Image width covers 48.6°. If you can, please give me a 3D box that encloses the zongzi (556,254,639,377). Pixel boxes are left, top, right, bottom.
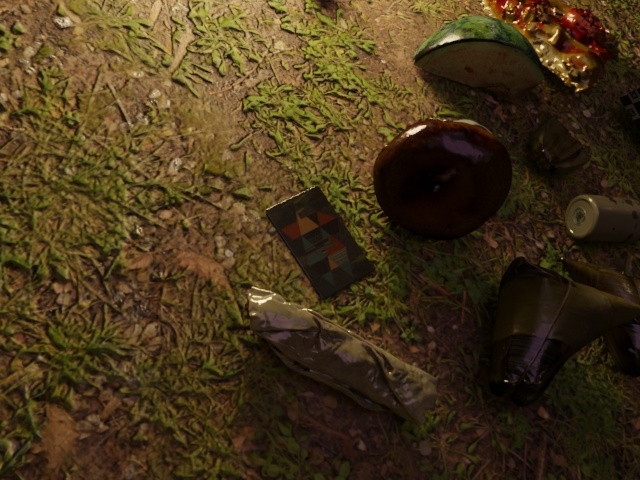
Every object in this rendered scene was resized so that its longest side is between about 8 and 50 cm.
[{"bbox_3d":[0.616,0.159,1.529,0.242,0.112,0.221,21,59,-4],"label":"zongzi"}]

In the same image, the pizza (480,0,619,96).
[{"bbox_3d":[0.649,-0.511,1.818,0.439,0.130,0.406,12,42,-20],"label":"pizza"}]

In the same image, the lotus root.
[{"bbox_3d":[0.557,-0.215,1.710,0.144,0.070,0.143,-32,87,-37],"label":"lotus root"}]

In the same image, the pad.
[{"bbox_3d":[0.000,0.000,1.397,0.143,0.003,0.211,-28,78,-32],"label":"pad"}]

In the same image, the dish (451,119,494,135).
[{"bbox_3d":[0.350,-0.211,1.618,0.190,0.066,0.191,10,61,-19],"label":"dish"}]

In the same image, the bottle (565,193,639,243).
[{"bbox_3d":[0.699,-0.047,1.665,0.233,0.110,0.110,3,64,-23],"label":"bottle"}]

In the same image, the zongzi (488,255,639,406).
[{"bbox_3d":[0.496,0.207,1.396,0.317,0.154,0.290,15,62,1],"label":"zongzi"}]

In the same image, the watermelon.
[{"bbox_3d":[0.383,-0.453,1.716,0.305,0.224,0.180,14,105,-14],"label":"watermelon"}]

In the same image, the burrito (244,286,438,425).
[{"bbox_3d":[0.032,0.210,1.262,0.392,0.076,0.117,29,58,-9],"label":"burrito"}]

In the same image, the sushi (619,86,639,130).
[{"bbox_3d":[0.905,-0.314,1.922,0.192,0.050,0.215,-27,83,-28],"label":"sushi"}]

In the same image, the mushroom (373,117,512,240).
[{"bbox_3d":[0.259,-0.128,1.470,0.267,0.267,0.254,56,27,9],"label":"mushroom"}]
